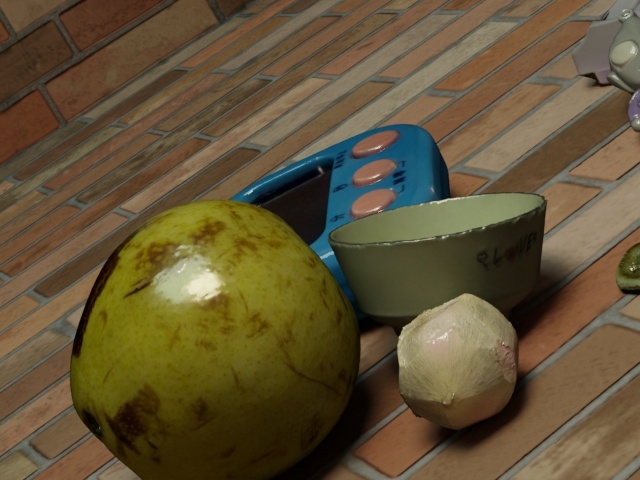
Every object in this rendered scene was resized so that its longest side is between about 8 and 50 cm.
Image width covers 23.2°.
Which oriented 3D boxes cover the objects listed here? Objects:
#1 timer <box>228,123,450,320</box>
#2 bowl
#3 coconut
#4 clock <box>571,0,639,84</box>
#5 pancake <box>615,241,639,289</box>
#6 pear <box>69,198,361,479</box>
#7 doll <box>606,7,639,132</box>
[{"bbox_3d":[0.000,0.000,1.742,0.309,0.115,0.340,-23,21,13],"label":"timer"},{"bbox_3d":[0.117,0.028,1.481,0.211,0.112,0.211,-9,11,2],"label":"bowl"},{"bbox_3d":[0.116,0.110,1.347,0.110,0.110,0.124,-21,15,21],"label":"coconut"},{"bbox_3d":[0.436,-0.280,1.871,0.253,0.083,0.186,-9,28,44],"label":"clock"},{"bbox_3d":[0.318,0.016,1.425,0.108,0.017,0.108,-23,18,8],"label":"pancake"},{"bbox_3d":[-0.101,0.100,1.438,0.283,0.283,0.283,-25,21,10],"label":"pear"},{"bbox_3d":[0.369,-0.191,1.730,0.102,0.075,0.227,-22,43,12],"label":"doll"}]
